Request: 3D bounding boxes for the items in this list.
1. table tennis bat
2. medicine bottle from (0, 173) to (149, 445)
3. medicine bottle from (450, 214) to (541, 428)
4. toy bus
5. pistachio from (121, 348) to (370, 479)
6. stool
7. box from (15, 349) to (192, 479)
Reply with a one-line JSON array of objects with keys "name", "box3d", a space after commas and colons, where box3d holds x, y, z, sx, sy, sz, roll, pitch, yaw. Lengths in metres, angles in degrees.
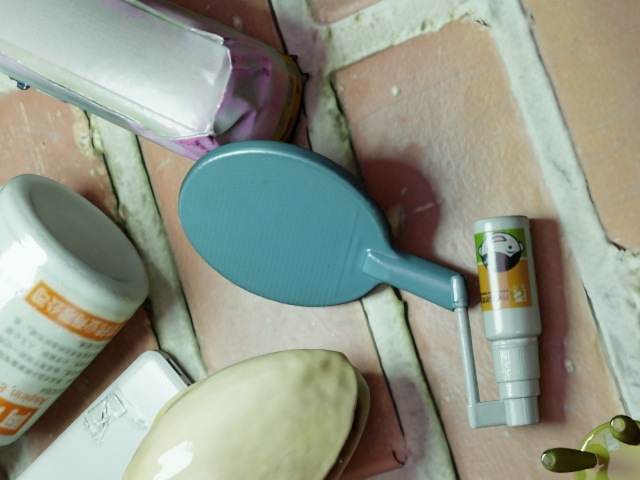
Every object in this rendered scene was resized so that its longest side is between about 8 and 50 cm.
[{"name": "table tennis bat", "box3d": [0.000, 0.000, 1.966, 0.329, 0.044, 0.215, 20, 131, 6]}, {"name": "medicine bottle", "box3d": [-0.388, 0.119, 2.085, 0.371, 0.211, 0.211, -47, 72, 14]}, {"name": "medicine bottle", "box3d": [0.188, 0.087, 1.912, 0.092, 0.061, 0.221, -6, 86, 0]}, {"name": "toy bus", "box3d": [-0.213, -0.200, 2.049, 0.386, 0.162, 0.171, 25, 97, 22]}, {"name": "pistachio", "box3d": [-0.083, 0.237, 1.950, 0.318, 0.193, 0.214, -38, 58, 5]}, {"name": "stool", "box3d": [0.300, 0.239, 1.839, 0.135, 0.110, 0.134, 19, 96, 24]}, {"name": "box", "box3d": [-0.245, 0.266, 2.109, 0.285, 0.044, 0.142, -44, 75, 15]}]
